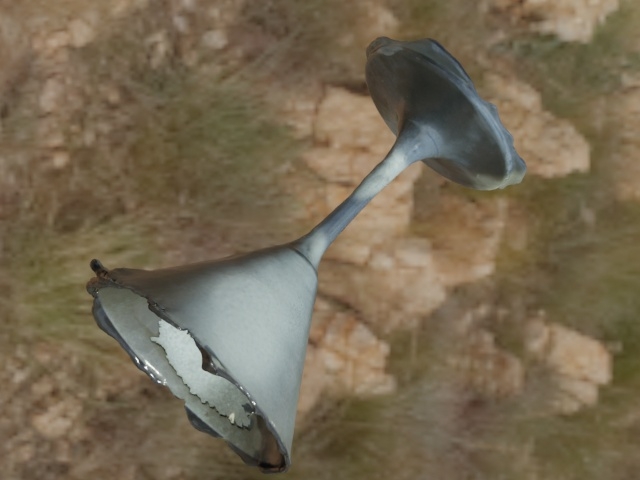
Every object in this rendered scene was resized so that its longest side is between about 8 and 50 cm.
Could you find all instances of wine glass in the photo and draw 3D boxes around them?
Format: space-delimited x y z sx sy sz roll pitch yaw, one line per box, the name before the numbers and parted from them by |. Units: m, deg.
wine glass | 0.000 0.000 0.825 0.232 0.156 0.156 -46 128 -19
